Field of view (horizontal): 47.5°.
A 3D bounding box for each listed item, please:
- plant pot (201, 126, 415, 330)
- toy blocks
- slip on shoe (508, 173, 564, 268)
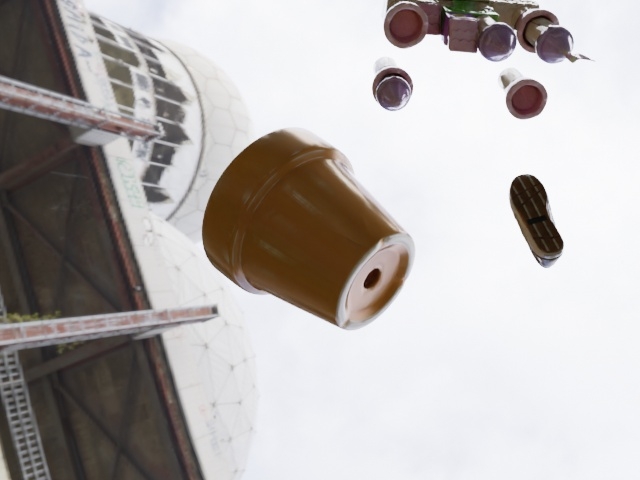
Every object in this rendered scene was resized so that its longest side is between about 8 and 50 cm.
[{"bbox_3d":[0.000,0.000,0.844,0.188,0.205,0.205,35,-78,32],"label":"plant pot"},{"bbox_3d":[0.226,-0.329,1.071,0.288,0.260,0.309,4,-61,-3],"label":"toy blocks"},{"bbox_3d":[0.278,-0.026,0.941,0.051,0.041,0.135,-14,-126,0],"label":"slip on shoe"}]
